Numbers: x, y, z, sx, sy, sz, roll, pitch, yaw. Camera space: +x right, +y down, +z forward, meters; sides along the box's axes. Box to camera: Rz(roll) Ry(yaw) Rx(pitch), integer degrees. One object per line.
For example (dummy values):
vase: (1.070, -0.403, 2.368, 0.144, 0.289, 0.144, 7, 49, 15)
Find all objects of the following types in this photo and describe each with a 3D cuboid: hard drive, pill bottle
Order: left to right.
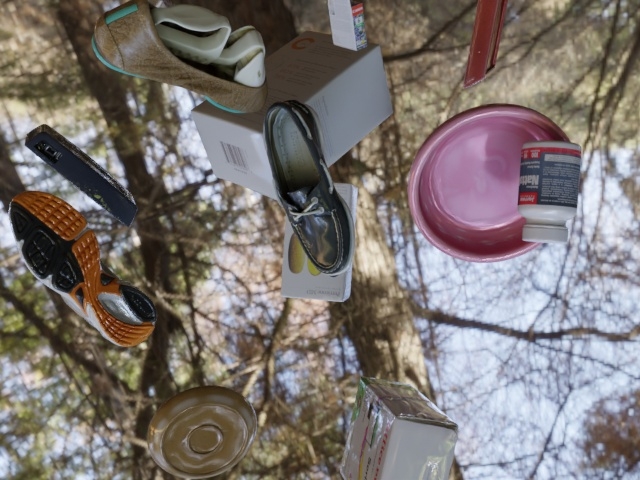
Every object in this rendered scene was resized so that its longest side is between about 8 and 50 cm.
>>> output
hard drive: (-0.482, -0.137, 1.609, 0.054, 0.254, 0.172, -48, -157, -1)
pill bottle: (0.417, -0.087, 1.450, 0.107, 0.180, 0.108, 4, 179, 0)

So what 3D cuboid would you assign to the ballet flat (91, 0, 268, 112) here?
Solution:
ballet flat: (-0.159, -0.268, 1.128, 0.124, 0.342, 0.116, -32, -115, 29)

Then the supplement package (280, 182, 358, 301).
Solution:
supplement package: (0.000, 0.000, 1.677, 0.139, 0.244, 0.134, 3, -179, 9)

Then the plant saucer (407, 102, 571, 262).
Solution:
plant saucer: (0.334, -0.116, 1.558, 0.332, 0.332, 0.084, -12, -153, 5)

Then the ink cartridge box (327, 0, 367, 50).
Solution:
ink cartridge box: (0.045, -0.390, 1.360, 0.029, 0.115, 0.063, -30, -141, -29)

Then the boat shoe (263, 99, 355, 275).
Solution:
boat shoe: (-0.028, -0.084, 1.314, 0.114, 0.303, 0.091, -21, 176, 23)

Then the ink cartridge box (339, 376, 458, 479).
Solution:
ink cartridge box: (0.133, 0.383, 1.436, 0.117, 0.202, 0.278, 12, -178, -10)

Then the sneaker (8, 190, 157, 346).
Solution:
sneaker: (-0.345, 0.042, 1.095, 0.099, 0.262, 0.121, -46, -150, -25)

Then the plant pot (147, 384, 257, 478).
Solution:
plant pot: (-0.247, 0.416, 1.678, 0.236, 0.236, 0.032, -21, -151, -9)

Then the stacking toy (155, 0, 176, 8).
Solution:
stacking toy: (-0.250, -0.434, 1.193, 0.167, 0.221, 0.052, -45, -129, 25)

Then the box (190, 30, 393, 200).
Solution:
box: (-0.050, -0.261, 1.604, 0.215, 0.168, 0.345, 23, -127, 39)

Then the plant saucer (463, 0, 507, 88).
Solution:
plant saucer: (0.418, -0.518, 1.967, 0.047, 0.259, 0.259, 13, -159, 16)
